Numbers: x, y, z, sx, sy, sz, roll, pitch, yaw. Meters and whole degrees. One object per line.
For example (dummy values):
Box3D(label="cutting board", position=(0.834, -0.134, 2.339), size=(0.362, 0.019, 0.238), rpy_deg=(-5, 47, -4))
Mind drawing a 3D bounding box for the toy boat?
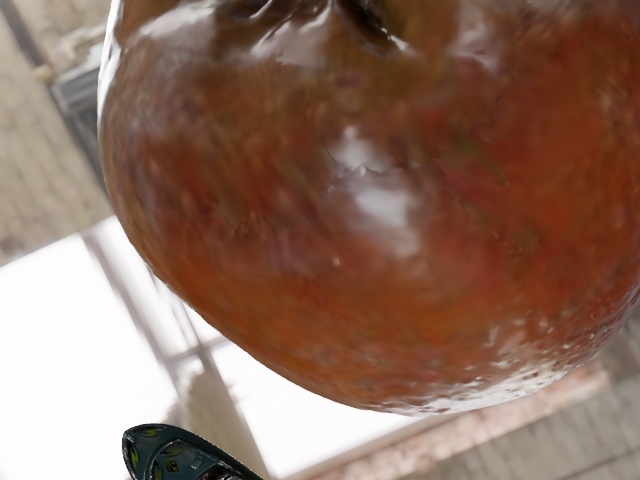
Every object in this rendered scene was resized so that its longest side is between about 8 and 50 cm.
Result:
Box3D(label="toy boat", position=(-0.068, 0.163, 1.182), size=(0.141, 0.055, 0.060), rpy_deg=(36, 171, 2))

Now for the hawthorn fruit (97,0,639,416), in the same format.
Box3D(label="hawthorn fruit", position=(0.045, -0.043, 0.715), size=(0.263, 0.231, 0.235), rpy_deg=(36, -159, -18))
